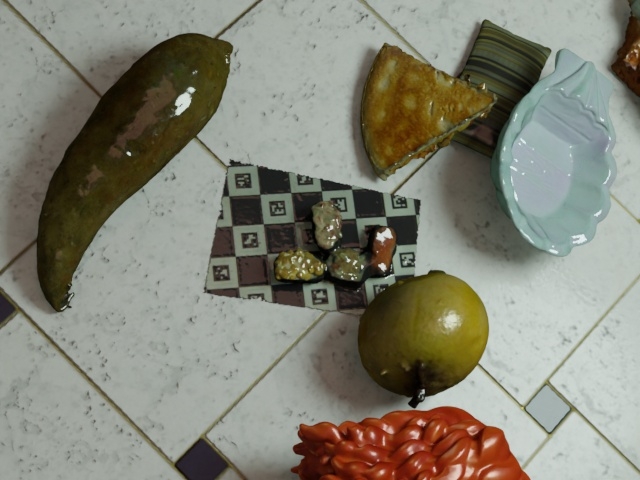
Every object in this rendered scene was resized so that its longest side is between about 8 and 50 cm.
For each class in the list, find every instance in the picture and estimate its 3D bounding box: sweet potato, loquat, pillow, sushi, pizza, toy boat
[{"bbox_3d":[-0.254,-0.110,1.574,0.130,0.130,0.423,34,76,0],"label":"sweet potato"},{"bbox_3d":[0.133,0.113,1.559,0.149,0.172,0.204,41,39,-16],"label":"loquat"},{"bbox_3d":[0.248,-0.215,1.744,0.113,0.038,0.203,26,69,0],"label":"pillow"},{"bbox_3d":[0.000,0.000,1.626,0.279,0.043,0.193,11,71,-8],"label":"sushi"},{"bbox_3d":[0.148,-0.172,1.685,0.193,0.053,0.201,6,74,19],"label":"pizza"},{"bbox_3d":[0.313,-0.116,1.675,0.199,0.100,0.290,33,69,-25],"label":"toy boat"}]

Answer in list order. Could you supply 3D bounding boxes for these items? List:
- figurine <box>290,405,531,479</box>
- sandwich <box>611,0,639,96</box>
[{"bbox_3d":[0.069,0.380,1.442,0.306,0.241,0.412,25,80,6],"label":"figurine"},{"bbox_3d":[0.541,-0.272,1.788,0.212,0.109,0.292,14,68,0],"label":"sandwich"}]
